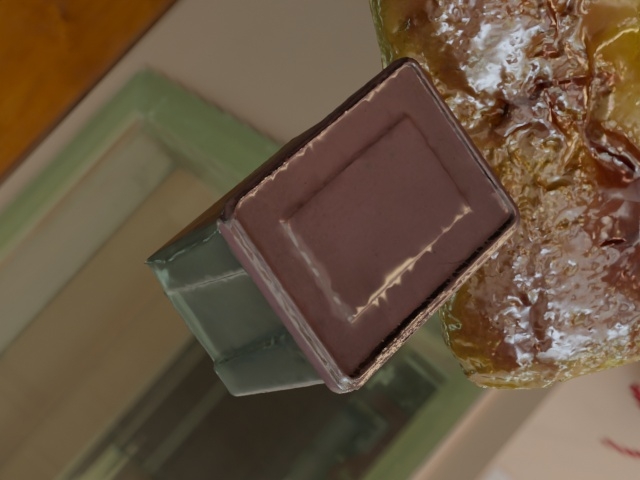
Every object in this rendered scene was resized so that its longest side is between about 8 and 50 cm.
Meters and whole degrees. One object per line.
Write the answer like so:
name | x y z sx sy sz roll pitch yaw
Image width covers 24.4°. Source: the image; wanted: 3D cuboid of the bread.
bread | 0.102 -0.061 0.699 0.077 0.139 0.271 -112 9 -69

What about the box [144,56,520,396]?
box | 0.000 0.000 0.410 0.063 0.085 0.060 -20 109 52
